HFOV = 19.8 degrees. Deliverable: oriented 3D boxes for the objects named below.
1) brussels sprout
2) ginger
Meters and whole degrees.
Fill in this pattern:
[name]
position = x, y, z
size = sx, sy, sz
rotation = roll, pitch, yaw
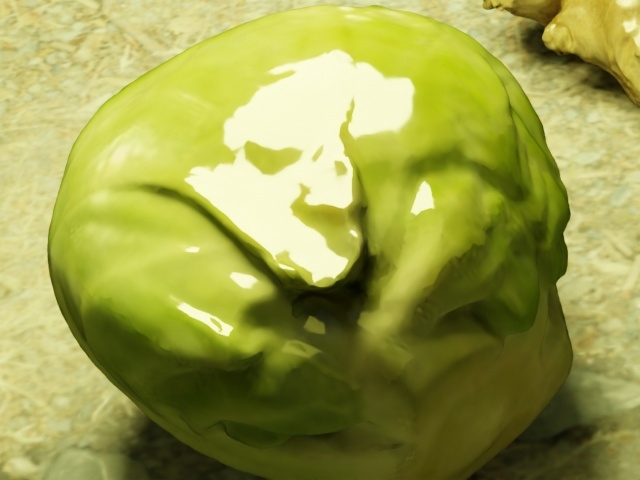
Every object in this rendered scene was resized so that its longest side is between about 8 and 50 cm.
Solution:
[brussels sprout]
position = 0.000, 0.000, 1.090
size = 0.328, 0.247, 0.328
rotation = -8, 54, 12
[ginger]
position = 0.218, -0.193, 1.346
size = 0.219, 0.123, 0.270
rotation = -3, 40, 7
